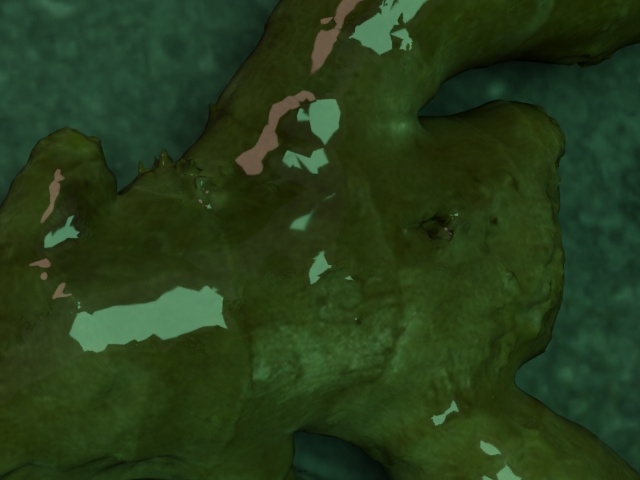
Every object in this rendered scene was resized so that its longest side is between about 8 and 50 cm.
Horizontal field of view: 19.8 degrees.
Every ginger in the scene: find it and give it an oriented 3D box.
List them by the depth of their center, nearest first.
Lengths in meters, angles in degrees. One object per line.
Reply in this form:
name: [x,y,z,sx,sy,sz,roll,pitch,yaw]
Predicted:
ginger: [0.008,-0.013,0.668,0.348,0.122,0.363,6,94,-24]
